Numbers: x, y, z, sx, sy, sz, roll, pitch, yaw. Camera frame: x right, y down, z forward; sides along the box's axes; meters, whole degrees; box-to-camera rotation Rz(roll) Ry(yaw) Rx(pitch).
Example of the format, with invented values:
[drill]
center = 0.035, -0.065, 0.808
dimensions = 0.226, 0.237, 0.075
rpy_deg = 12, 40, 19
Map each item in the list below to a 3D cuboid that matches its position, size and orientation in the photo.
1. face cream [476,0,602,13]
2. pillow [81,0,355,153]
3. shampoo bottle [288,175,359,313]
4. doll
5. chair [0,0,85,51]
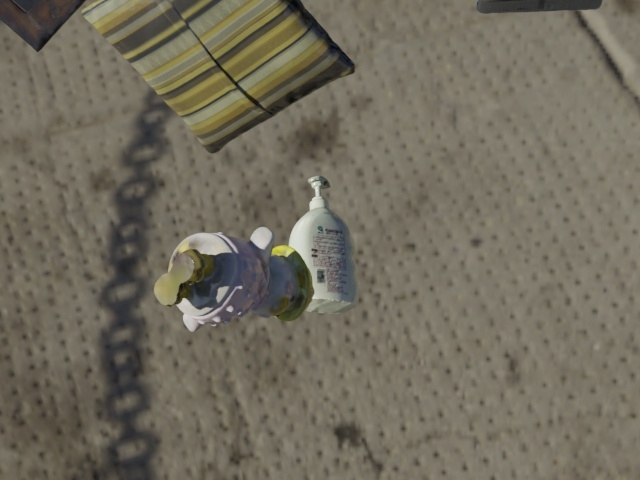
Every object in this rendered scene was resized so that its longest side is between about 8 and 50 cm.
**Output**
[face cream]
center = 0.248, -0.339, 1.468
dimensions = 0.143, 0.314, 0.089
rpy_deg = -3, 57, -2
[pillow]
center = -0.105, -0.204, 1.442
dimensions = 0.208, 0.212, 0.052
rpy_deg = -29, 26, 30
[shampoo bottle]
center = 0.000, 0.000, 1.504
dimensions = 0.077, 0.045, 0.151
rpy_deg = 7, 67, -28
[doll]
center = -0.074, 0.039, 1.320
dimensions = 0.129, 0.207, 0.081
rpy_deg = -49, 60, 21
[chair]
center = -0.336, -0.369, 1.173
dimensions = 0.203, 0.416, 0.240
rpy_deg = -47, 17, -2
